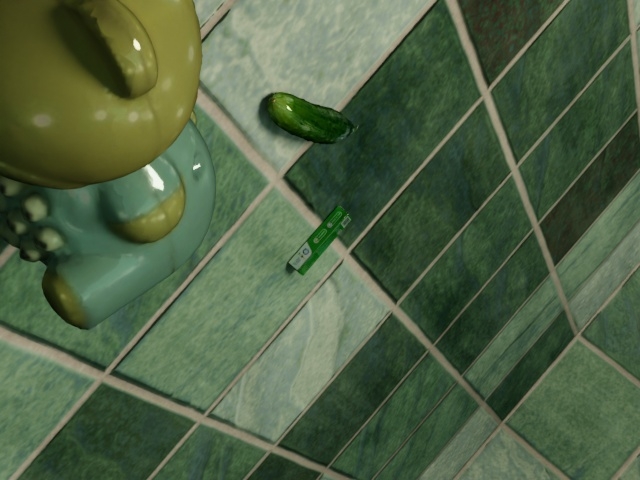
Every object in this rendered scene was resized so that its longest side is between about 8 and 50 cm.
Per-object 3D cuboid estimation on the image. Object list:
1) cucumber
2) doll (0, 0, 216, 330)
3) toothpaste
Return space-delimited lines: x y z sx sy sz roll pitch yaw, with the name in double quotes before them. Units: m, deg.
"cucumber" -0.004 -0.107 1.075 0.037 0.037 0.155 -56 154 13
"doll" -0.148 -0.084 0.698 0.161 0.177 0.260 -36 155 -19
"toothpaste" 0.000 0.000 1.258 0.083 0.017 0.020 -49 158 -3
